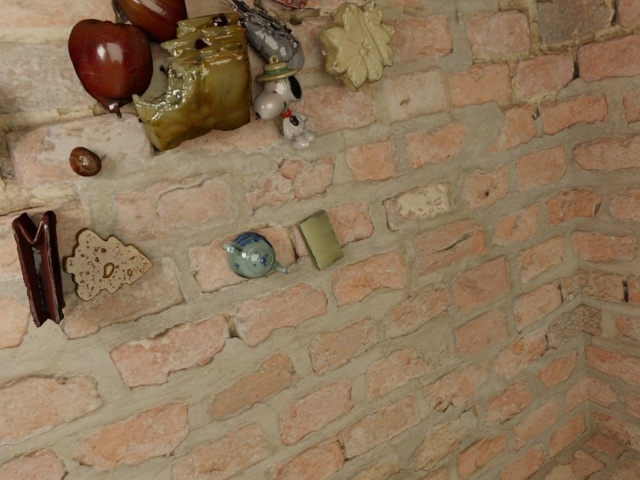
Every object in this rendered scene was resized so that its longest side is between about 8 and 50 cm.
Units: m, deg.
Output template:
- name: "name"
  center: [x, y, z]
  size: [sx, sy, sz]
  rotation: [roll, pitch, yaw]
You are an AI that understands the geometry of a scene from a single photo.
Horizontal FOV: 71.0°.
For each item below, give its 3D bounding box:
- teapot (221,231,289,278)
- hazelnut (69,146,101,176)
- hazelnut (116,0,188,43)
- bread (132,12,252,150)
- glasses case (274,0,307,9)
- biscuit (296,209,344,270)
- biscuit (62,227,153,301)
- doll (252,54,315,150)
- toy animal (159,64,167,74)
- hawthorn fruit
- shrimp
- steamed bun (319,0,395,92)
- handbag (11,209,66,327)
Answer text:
- name: "teapot"
  center: [-0.216, 0.054, 1.464]
  size: [0.232, 0.159, 0.159]
  rotation: [24, 85, -28]
- name: "hazelnut"
  center: [-0.650, -0.215, 1.241]
  size: [0.086, 0.086, 0.086]
  rotation: [-4, 98, -27]
- name: "hazelnut"
  center: [-0.461, -0.644, 1.222]
  size: [0.181, 0.212, 0.181]
  rotation: [-11, 132, -13]
- name: "bread"
  center: [-0.334, -0.423, 1.252]
  size: [0.370, 0.191, 0.314]
  rotation: [-33, 154, -22]
- name: "glasses case"
  center: [-0.133, -0.806, 1.447]
  size: [0.194, 0.049, 0.073]
  rotation: [8, 114, -31]
- name: "biscuit"
  center: [0.000, 0.000, 1.629]
  size: [0.121, 0.040, 0.199]
  rotation: [-31, 111, -23]
- name: "biscuit"
  center: [-0.620, 0.070, 1.317]
  size: [0.238, 0.041, 0.212]
  rotation: [1, 90, -28]
- name: "doll"
  center: [-0.108, -0.437, 1.455]
  size: [0.271, 0.144, 0.208]
  rotation: [27, 86, -47]
- name: "toy animal"
  center: [-0.356, -0.543, 1.359]
  size: [0.176, 0.073, 0.217]
  rotation: [40, 83, -42]
- name: "hawthorn fruit"
  center: [-0.551, -0.451, 1.192]
  size: [0.208, 0.208, 0.248]
  rotation: [1, 98, -27]
- name: "shrimp"
  center: [-0.176, -0.668, 1.409]
  size: [0.343, 0.116, 0.145]
  rotation: [37, 79, -33]
- name: "steamed bun"
  center: [0.111, -0.663, 1.550]
  size: [0.292, 0.137, 0.295]
  rotation: [-5, 107, -31]
- name: "handbag"
  center: [-0.709, 0.064, 1.147]
  size: [0.084, 0.260, 0.275]
  rotation: [-8, 102, -29]
